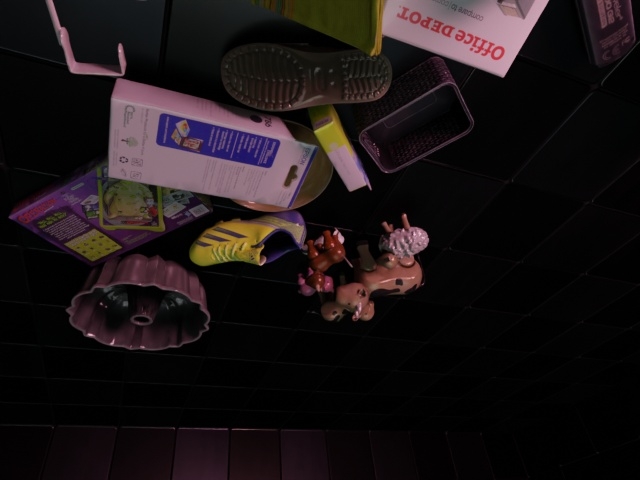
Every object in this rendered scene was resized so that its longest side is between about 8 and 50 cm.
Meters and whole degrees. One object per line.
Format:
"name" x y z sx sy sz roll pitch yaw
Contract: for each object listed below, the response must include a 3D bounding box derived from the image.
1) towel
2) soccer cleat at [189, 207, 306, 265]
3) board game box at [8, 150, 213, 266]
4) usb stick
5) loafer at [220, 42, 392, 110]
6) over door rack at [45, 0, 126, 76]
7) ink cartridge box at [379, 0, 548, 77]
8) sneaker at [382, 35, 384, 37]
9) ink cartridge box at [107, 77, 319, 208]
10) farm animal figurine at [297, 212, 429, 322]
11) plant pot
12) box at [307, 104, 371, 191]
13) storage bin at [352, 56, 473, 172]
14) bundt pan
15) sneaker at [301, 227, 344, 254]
"towel" -0.016 -0.315 0.550 0.021 0.237 0.102 -38 148 -23
"soccer cleat" -0.170 0.011 0.982 0.289 0.121 0.093 -17 140 12
"board game box" -0.424 -0.069 0.910 0.347 0.056 0.208 -21 143 17
"usb stick" 0.416 -0.380 0.657 0.077 0.045 0.278 -33 134 19
"loafer" -0.023 -0.259 0.700 0.268 0.092 0.102 6 112 7
"over door rack" -0.284 -0.356 0.425 0.108 0.239 0.324 -9 140 -1
"ink cartridge box" 0.193 -0.374 0.526 0.211 0.121 0.289 9 126 -20
"sneaker" 0.103 -0.349 0.637 0.047 0.057 0.119 11 137 -17
"ink cartridge box" -0.185 -0.155 0.767 0.333 0.065 0.165 10 136 -21
"farm animal figurine" 0.103 0.108 1.075 0.327 0.172 0.330 -16 152 0
"plant pot" -0.093 -0.149 0.872 0.236 0.032 0.236 -4 141 -3
"box" 0.034 -0.173 0.799 0.042 0.109 0.178 -23 138 13
"storage bin" 0.161 -0.218 0.784 0.180 0.084 0.122 -26 138 23
"bundt pan" -0.442 0.150 1.110 0.331 0.124 0.331 -5 140 -4
"sneaker" 0.000 0.000 1.067 0.109 0.040 0.044 -22 129 9
